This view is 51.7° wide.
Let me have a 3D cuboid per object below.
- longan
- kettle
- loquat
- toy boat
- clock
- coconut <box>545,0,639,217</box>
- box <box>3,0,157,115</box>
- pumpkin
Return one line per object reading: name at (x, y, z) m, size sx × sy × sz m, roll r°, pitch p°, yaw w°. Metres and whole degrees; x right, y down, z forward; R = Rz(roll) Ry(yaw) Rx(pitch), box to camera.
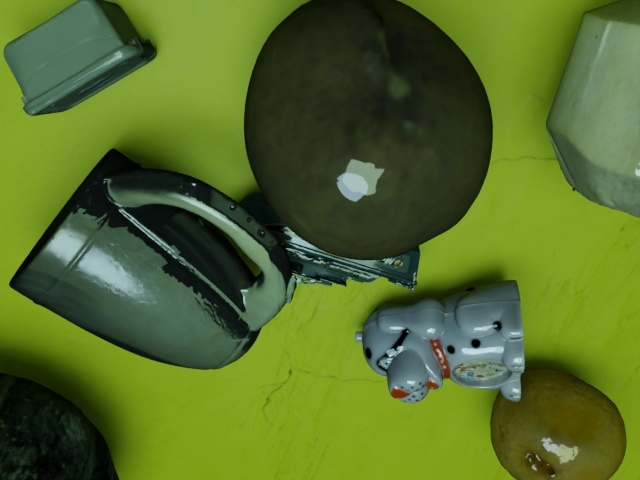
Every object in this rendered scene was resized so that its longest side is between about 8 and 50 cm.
longan at (0.055, -0.136, 0.810) m, size 0.319 × 0.319 × 0.318 m, roll -1°, pitch 114°, yaw -1°
kettle at (-0.195, 0.037, 0.906) m, size 0.324 × 0.228 × 0.321 m, roll 38°, pitch 129°, yaw -21°
loquat at (0.380, 0.309, 1.067) m, size 0.208 × 0.208 × 0.207 m, roll -1°, pitch 114°, yaw -1°
toy boat at (0.001, 0.003, 0.966) m, size 0.296 × 0.114 × 0.122 m, roll 14°, pitch 104°, yaw -7°
clock at (0.180, 0.156, 1.020) m, size 0.254 × 0.189 × 0.188 m, roll -6°, pitch 114°, yaw 6°
coconut at (0.445, -0.178, 0.808) m, size 0.323 × 0.323 × 0.322 m, roll -1°, pitch 114°, yaw -1°
box at (-0.312, -0.240, 0.850) m, size 0.172 × 0.124 × 0.092 m, roll -27°, pitch 101°, yaw 9°
pumpkin at (-0.537, 0.399, 1.005) m, size 0.455 × 0.344 × 0.454 m, roll -1°, pitch 120°, yaw -1°
